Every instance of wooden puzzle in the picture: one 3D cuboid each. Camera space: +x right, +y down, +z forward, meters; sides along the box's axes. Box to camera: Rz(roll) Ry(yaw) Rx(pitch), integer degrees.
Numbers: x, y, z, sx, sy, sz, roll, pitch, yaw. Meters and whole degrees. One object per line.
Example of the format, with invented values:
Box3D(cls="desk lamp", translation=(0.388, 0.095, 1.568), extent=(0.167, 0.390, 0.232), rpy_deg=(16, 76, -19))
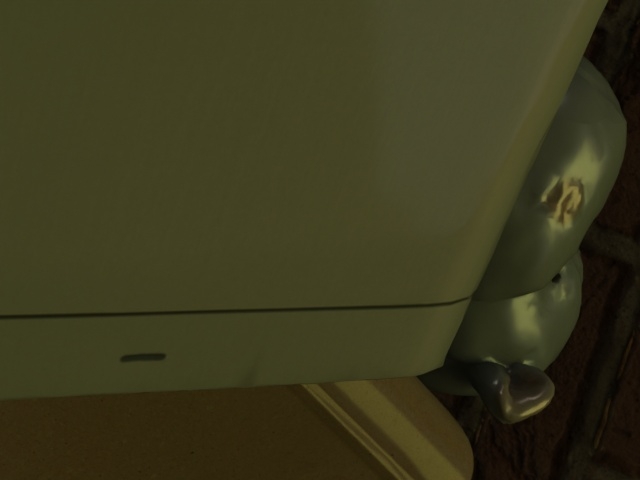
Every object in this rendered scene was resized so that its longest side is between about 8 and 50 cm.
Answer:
Box3D(cls="wooden puzzle", translation=(-0.075, 0.102, 0.511), extent=(0.238, 0.221, 0.044), rpy_deg=(-50, -147, -12))

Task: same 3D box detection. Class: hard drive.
Box3D(cls="hard drive", translation=(-0.013, -0.106, 0.353), extent=(0.047, 0.233, 0.353), rpy_deg=(57, -42, 45))

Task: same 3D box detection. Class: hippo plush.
Box3D(cls="hippo plush", translation=(0.000, 0.000, 0.622), extent=(0.234, 0.237, 0.294), rpy_deg=(-57, 167, -54))
